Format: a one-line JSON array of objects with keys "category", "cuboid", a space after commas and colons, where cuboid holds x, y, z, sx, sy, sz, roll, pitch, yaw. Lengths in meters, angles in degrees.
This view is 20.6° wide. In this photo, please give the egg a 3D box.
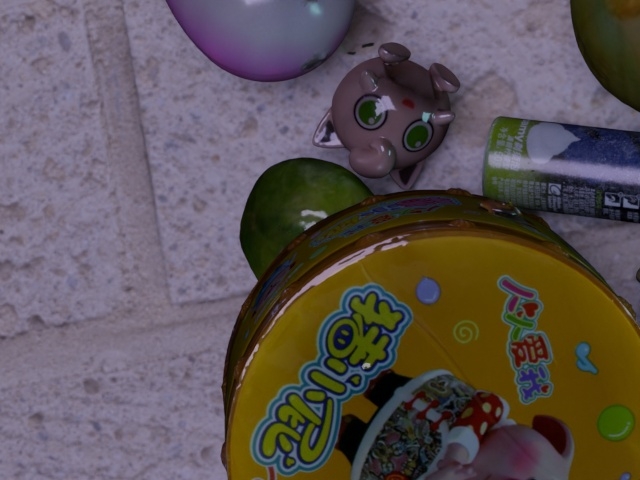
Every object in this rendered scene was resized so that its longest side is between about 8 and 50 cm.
[{"category": "egg", "cuboid": [-0.074, -0.293, 1.828, 0.196, 0.196, 0.271, -22, 74, 13]}]

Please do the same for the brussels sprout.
[{"category": "brussels sprout", "cuboid": [-0.002, 0.000, 1.814, 0.180, 0.144, 0.162, 25, 102, 16]}]

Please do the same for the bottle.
[{"category": "bottle", "cuboid": [0.331, -0.061, 1.754, 0.330, 0.093, 0.093, 8, 89, 15]}]

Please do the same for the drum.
[{"category": "drum", "cuboid": [0.111, 0.165, 1.669, 0.431, 0.214, 0.431, 0, 102, -2]}]

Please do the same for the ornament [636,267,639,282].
[{"category": "ornament", "cuboid": [0.404, 0.144, 1.740, 0.244, 0.061, 0.230, 19, 90, 14]}]

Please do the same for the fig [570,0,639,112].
[{"category": "fig", "cuboid": [0.353, -0.222, 1.666, 0.239, 0.271, 0.239, 2, 94, 28]}]

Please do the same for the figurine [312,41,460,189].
[{"category": "figurine", "cuboid": [0.072, -0.129, 1.814, 0.125, 0.125, 0.138, 37, 110, 14]}]
